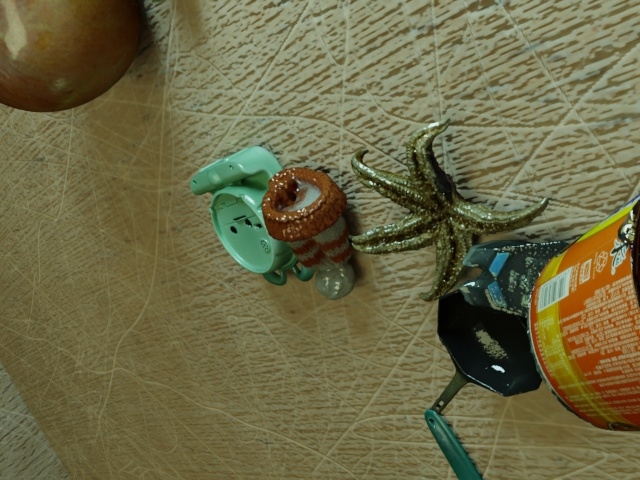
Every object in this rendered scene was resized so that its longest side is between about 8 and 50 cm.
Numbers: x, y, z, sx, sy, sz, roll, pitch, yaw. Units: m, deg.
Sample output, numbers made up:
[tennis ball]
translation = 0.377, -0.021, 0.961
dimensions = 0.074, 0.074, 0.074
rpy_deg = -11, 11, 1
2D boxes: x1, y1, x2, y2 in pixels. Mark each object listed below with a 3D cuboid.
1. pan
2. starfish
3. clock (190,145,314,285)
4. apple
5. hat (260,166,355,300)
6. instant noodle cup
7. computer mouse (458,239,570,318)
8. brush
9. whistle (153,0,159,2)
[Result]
[pan]
translation = 0.166, 0.108, 0.971
dimensions = 0.128, 0.048, 0.202
rpy_deg = 59, 144, -1
[starfish]
translation = 0.125, -0.025, 0.913
dimensions = 0.238, 0.057, 0.213
rpy_deg = 0, 124, 34
[clock]
translation = -0.079, -0.023, 1.155
dimensions = 0.148, 0.060, 0.188
rpy_deg = -17, 104, 54
[apple]
translation = -0.343, -0.290, 1.135
dimensions = 0.254, 0.254, 0.253
rpy_deg = 31, 139, 32
[hat]
translation = 0.000, 0.000, 1.075
dimensions = 0.112, 0.093, 0.162
rpy_deg = 26, 155, 51
[instant noodle cup]
translation = 0.269, 0.054, 0.681
dimensions = 0.213, 0.213, 0.174
rpy_deg = 55, 154, 2
[computer mouse]
translation = 0.199, 0.037, 0.855
dimensions = 0.135, 0.047, 0.079
rpy_deg = 4, 92, 21
[brush]
translation = 0.178, 0.299, 1.129
dimensions = 0.193, 0.032, 0.043
rpy_deg = 58, 146, -5
[whistle]
translation = -0.208, -0.378, 0.997
dimensions = 0.085, 0.105, 0.227
rpy_deg = -123, 13, -62
